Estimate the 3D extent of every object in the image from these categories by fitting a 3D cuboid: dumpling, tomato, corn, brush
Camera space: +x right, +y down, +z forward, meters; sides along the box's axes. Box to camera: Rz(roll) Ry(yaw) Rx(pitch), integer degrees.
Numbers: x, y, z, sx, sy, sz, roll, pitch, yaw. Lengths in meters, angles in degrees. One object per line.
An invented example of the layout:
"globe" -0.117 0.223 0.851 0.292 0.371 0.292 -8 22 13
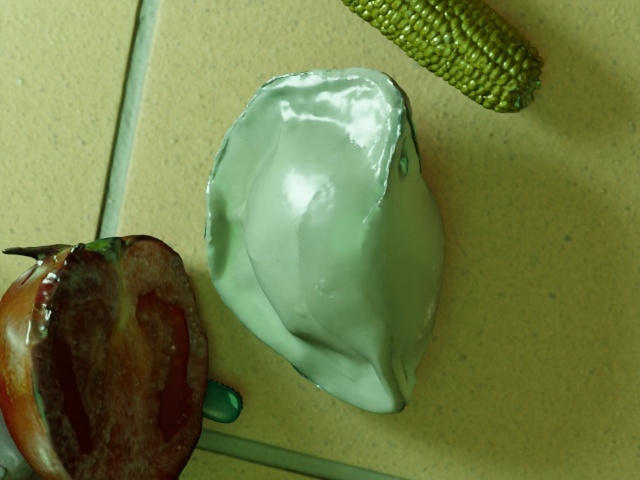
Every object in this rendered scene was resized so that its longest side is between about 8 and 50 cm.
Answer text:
"dumpling" 0.001 0.003 1.807 0.260 0.181 0.341 10 136 28
"tomato" -0.253 0.138 1.829 0.170 0.309 0.309 -8 102 34
"corn" 0.102 -0.231 1.759 0.293 0.106 0.106 40 106 -1
"brush" -0.171 0.154 1.936 0.193 0.032 0.043 19 108 17

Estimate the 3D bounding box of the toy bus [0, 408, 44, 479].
"toy bus" -0.423 0.246 1.921 0.232 0.197 0.294 42 105 -13
